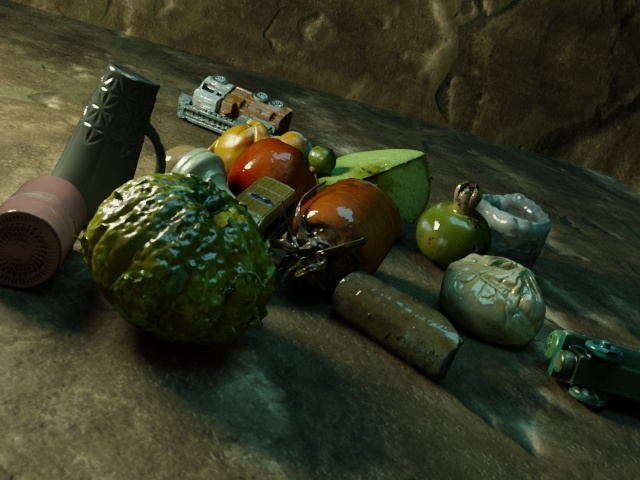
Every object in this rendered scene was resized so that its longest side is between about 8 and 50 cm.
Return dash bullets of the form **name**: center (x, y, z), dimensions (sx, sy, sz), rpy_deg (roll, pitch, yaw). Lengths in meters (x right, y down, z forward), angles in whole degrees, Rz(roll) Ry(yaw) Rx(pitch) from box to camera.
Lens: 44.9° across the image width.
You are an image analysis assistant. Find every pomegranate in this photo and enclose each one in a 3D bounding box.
- **pomegranate**: center (0.002, -0.188, 1.884), dimensions (0.073, 0.084, 0.073), rpy_deg (12, -2, 0)
- **pomegranate**: center (0.314, -0.035, 1.845), dimensions (0.179, 0.210, 0.179), rpy_deg (-5, 7, 1)

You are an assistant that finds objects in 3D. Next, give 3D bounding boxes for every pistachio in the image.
- **pistachio**: center (-0.308, -0.164, 1.800), dimensions (0.149, 0.113, 0.113), rpy_deg (-7, 28, -20)

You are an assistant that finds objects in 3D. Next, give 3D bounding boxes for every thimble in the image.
- **thimble**: center (0.473, -0.024, 1.998), dimensions (0.205, 0.171, 0.250), rpy_deg (15, 21, -4)

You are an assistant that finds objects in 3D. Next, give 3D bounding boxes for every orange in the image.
- **orange**: center (-0.205, 0.023, 1.166), dimensions (0.300, 0.223, 0.301), rpy_deg (20, 22, -30)

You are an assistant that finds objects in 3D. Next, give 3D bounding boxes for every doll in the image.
- **doll**: center (-0.137, -0.209, 1.954), dimensions (0.270, 0.162, 0.166), rpy_deg (21, -8, 18)

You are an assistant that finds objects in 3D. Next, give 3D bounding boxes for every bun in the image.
- **bun**: center (0.357, 0.109, 1.588), dimensions (0.229, 0.145, 0.229), rpy_deg (20, 20, -7)

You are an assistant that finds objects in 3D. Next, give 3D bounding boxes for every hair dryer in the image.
- **hair dryer**: center (-0.563, -0.038, 1.223), dimensions (0.353, 0.125, 0.210), rpy_deg (8, 20, -8)

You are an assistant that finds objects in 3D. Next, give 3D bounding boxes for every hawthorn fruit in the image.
- **hawthorn fruit**: center (-0.129, -0.122, 1.767), dimensions (0.197, 0.196, 0.225), rpy_deg (31, 53, 31)

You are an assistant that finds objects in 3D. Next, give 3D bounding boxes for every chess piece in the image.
- **chess piece**: center (-0.189, -0.070, 1.643), dimensions (0.272, 0.139, 0.139), rpy_deg (38, 25, 19)

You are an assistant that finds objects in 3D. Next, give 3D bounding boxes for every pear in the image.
- **pear**: center (0.111, -0.123, 1.945), dimensions (0.292, 0.159, 0.292), rpy_deg (-10, 24, 5)

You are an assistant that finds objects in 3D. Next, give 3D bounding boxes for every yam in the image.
- **yam**: center (0.138, 0.143, 1.356), dimensions (0.259, 0.106, 0.106), rpy_deg (30, 23, 31)

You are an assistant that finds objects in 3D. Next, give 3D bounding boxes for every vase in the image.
- **vase**: center (-0.398, -0.176, 1.480), dimensions (0.251, 0.300, 0.156), rpy_deg (13, 19, -42)

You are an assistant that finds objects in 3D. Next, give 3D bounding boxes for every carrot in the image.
- **carrot**: center (0.036, -0.008, 1.507), dimensions (0.193, 0.214, 0.331), rpy_deg (11, 30, 21)

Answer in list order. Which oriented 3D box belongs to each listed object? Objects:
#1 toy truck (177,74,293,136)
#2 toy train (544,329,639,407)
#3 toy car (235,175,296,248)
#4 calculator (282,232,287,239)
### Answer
- **toy truck**: center (-0.273, -0.386, 2.376), dimensions (0.338, 0.133, 0.184), rpy_deg (24, 36, 8)
- **toy train**: center (0.569, 0.245, 1.458), dimensions (0.298, 0.120, 0.194), rpy_deg (16, 12, -6)
- **toy car**: center (-0.139, -0.023, 1.460), dimensions (0.101, 0.124, 0.256), rpy_deg (26, 34, 12)
- **calculator**: center (0.000, 0.000, 1.720), dimensions (0.235, 0.032, 0.146), rpy_deg (17, 20, -9)
